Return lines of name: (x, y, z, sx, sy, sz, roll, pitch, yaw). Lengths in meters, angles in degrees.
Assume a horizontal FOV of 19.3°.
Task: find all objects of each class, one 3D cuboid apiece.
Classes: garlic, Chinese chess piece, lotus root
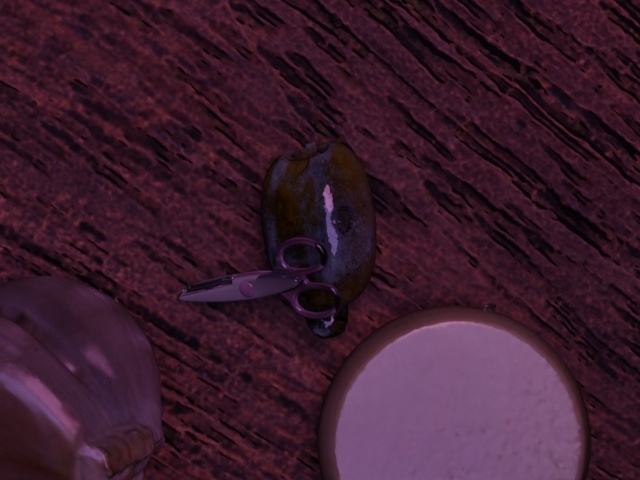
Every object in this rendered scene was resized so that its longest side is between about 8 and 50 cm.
garlic: (-0.311, 0.159, 1.782, 0.340, 0.231, 0.246, -26, 102, 32)
Chinese chess piece: (0.131, 0.196, 1.838, 0.273, 0.102, 0.273, 0, 89, -3)
lotus root: (0.000, 0.000, 1.842, 0.113, 0.088, 0.192, -7, 89, 18)

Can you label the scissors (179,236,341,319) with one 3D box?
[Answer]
scissors: (-0.062, 0.043, 1.825, 0.176, 0.022, 0.085, -8, 111, 31)
